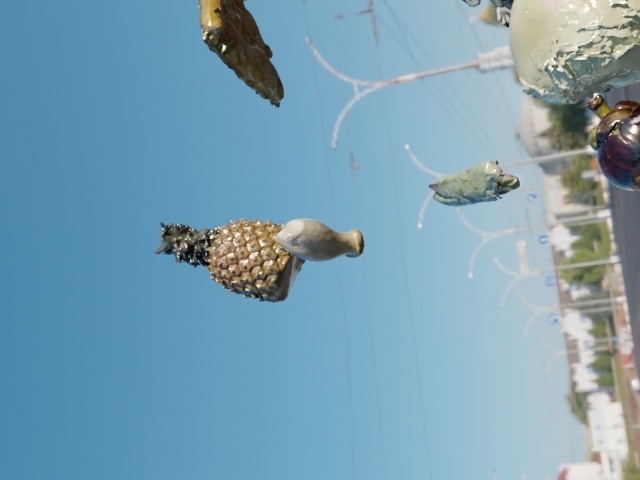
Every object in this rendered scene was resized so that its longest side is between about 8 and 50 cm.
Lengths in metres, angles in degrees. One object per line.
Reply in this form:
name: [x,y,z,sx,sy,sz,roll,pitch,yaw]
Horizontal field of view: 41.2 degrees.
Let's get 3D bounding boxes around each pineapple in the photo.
pineapple: [-0.226,0.024,2.098,0.202,0.362,0.201,16,-90,-85]

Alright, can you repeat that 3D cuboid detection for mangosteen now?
mangosteen: [0.569,-0.175,1.520,0.184,0.173,0.172,-100,-11,-52]

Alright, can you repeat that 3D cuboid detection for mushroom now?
mushroom: [0.000,-0.001,1.901,0.097,0.213,0.088,-66,30,30]

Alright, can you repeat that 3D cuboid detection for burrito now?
burrito: [0.337,-0.119,1.914,0.096,0.309,0.066,41,-105,-13]

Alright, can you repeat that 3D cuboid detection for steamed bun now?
steamed bun: [0.522,-0.451,1.710,0.233,0.334,0.311,4,-114,-56]

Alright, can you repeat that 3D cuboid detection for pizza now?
pizza: [-0.240,-0.594,2.381,0.434,0.080,0.392,66,-162,6]

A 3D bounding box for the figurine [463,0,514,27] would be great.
figurine: [0.437,-0.630,2.158,0.140,0.266,0.192,105,165,-84]
